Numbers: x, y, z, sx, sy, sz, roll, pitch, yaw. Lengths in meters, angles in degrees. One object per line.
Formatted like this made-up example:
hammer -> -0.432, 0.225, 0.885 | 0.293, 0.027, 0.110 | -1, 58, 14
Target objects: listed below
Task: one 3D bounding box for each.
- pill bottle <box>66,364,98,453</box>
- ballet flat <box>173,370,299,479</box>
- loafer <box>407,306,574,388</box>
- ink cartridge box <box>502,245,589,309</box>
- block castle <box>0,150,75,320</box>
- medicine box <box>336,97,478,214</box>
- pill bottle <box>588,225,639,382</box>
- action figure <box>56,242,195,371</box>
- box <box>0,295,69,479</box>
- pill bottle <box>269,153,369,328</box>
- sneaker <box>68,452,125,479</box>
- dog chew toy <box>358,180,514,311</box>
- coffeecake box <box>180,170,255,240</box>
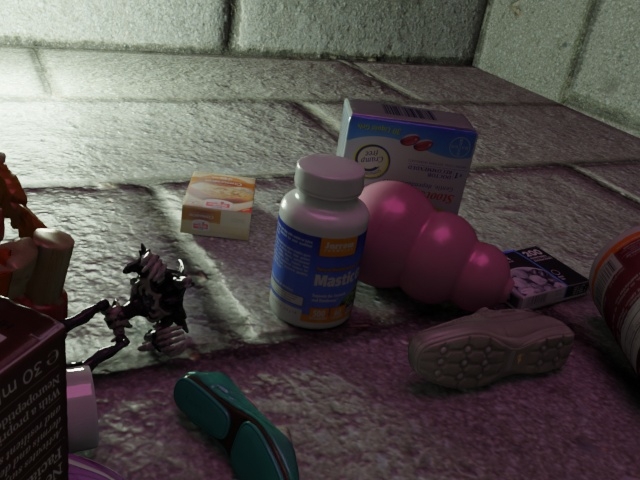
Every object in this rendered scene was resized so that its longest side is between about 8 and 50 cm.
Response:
pill bottle -> -0.376, 0.211, 0.755 | 0.221, 0.121, 0.121 | -5, 30, -25
ballet flat -> -0.087, 0.242, 0.835 | 0.087, 0.083, 0.247 | 0, 27, -48
loafer -> 0.267, 0.166, 1.068 | 0.319, 0.112, 0.111 | 3, 22, -29
ink cartridge box -> 0.411, 0.064, 1.370 | 0.206, 0.045, 0.208 | -10, 31, -32
block castle -> -0.576, 0.046, 0.837 | 0.303, 0.213, 0.453 | 41, 32, 26
medicine box -> 0.163, -0.133, 1.404 | 0.263, 0.289, 0.149 | 7, 25, -5
pill bottle -> 0.607, 0.147, 1.072 | 0.224, 0.224, 0.392 | 9, 27, -1
action figure -> -0.261, 0.103, 0.967 | 0.141, 0.164, 0.275 | -9, 19, 39
box -> -0.285, 0.235, 0.451 | 0.143, 0.381, 0.191 | 18, 29, 12
pill bottle -> 0.000, 0.000, 1.114 | 0.152, 0.272, 0.152 | 7, 27, -4
sneaker -> -0.309, 0.229, 0.624 | 0.282, 0.102, 0.161 | 18, -16, -17
dog chew toy -> 0.198, 0.024, 1.227 | 0.332, 0.207, 0.206 | 26, 31, 15
coffeecake box -> -0.218, -0.078, 1.424 | 0.142, 0.068, 0.185 | 7, 28, -6
